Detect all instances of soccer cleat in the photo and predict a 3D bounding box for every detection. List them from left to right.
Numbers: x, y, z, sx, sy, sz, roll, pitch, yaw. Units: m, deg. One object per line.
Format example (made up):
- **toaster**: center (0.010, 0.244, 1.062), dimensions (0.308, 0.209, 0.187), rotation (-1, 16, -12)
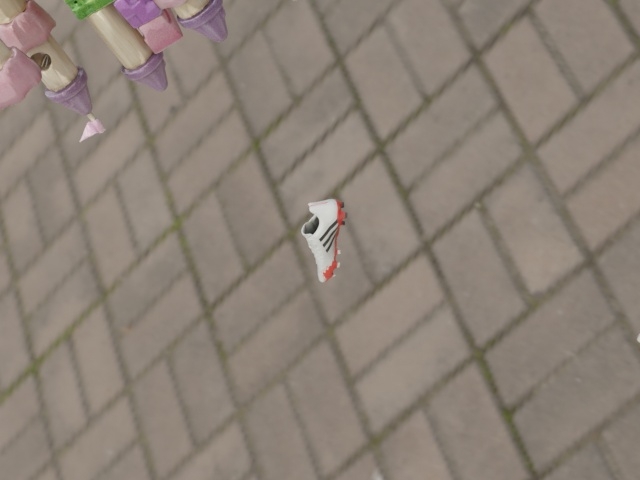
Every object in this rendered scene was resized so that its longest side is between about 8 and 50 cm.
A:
- **soccer cleat**: center (0.000, 0.000, 1.324), dimensions (0.029, 0.035, 0.083), rotation (-106, 21, -50)

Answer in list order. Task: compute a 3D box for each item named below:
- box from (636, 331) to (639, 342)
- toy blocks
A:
- **box**: center (0.369, 0.020, 1.165), dimensions (0.148, 0.127, 0.232), rotation (34, 98, 25)
- **toy blocks**: center (-0.231, -0.278, 1.750), dimensions (0.288, 0.260, 0.309), rotation (-28, 33, 16)
